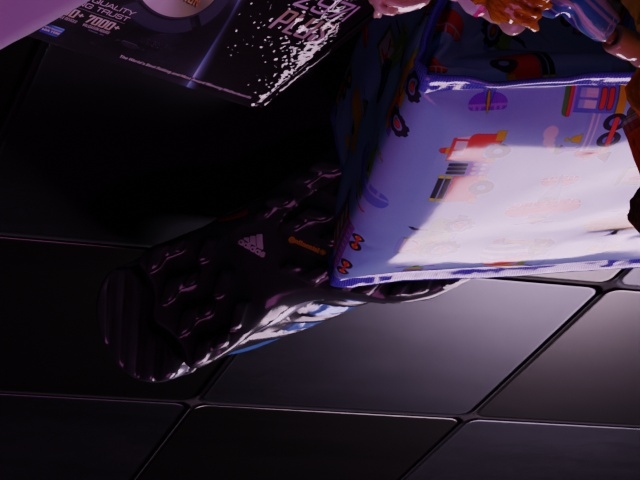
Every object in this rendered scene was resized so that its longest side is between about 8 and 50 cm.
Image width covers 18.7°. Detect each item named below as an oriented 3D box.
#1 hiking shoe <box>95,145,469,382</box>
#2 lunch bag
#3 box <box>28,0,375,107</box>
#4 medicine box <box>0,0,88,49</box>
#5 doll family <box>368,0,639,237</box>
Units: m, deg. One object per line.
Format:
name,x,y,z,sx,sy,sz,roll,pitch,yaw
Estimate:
hiking shoe,0.000,0.000,1.285,0.304,0.113,0.132,-18,-179,7
lunch bag,0.169,-0.064,1.097,0.293,0.138,0.221,7,150,-10
box,-0.061,-0.153,0.976,0.180,0.078,0.147,16,144,-36
medicine box,-0.188,-0.190,0.660,0.289,0.149,0.263,-20,125,43
doll family,0.131,-0.105,0.878,0.118,0.263,0.163,-56,167,32
